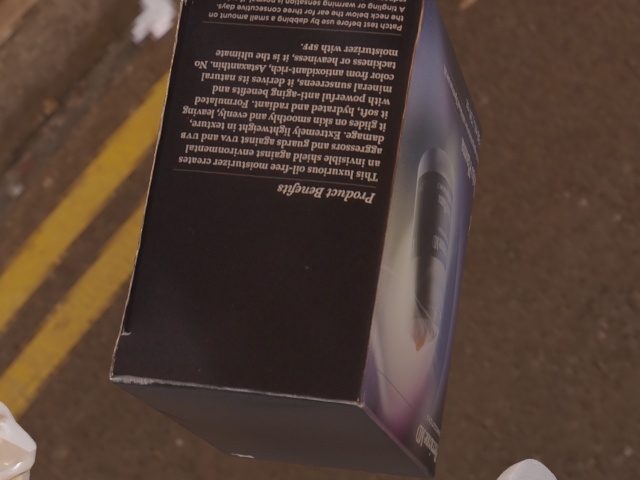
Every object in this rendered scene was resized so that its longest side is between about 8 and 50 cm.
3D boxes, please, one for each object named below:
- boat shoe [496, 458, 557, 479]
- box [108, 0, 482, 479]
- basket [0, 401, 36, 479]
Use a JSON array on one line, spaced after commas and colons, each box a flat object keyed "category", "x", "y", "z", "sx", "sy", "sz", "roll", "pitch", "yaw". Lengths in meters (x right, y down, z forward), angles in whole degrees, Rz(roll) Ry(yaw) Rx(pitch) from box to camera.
[{"category": "boat shoe", "x": 0.121, "y": 0.274, "z": 1.294, "sx": 0.088, "sy": 0.096, "sz": 0.267, "roll": -25, "pitch": 31, "yaw": 34}, {"category": "box", "x": 0.000, "y": 0.000, "z": 1.259, "sx": 0.182, "sy": 0.296, "sz": 0.294, "roll": 6, "pitch": 76, "yaw": 15}, {"category": "basket", "x": -0.291, "y": 0.149, "z": 0.458, "sx": 0.266, "sy": 0.331, "sz": 0.328, "roll": -20, "pitch": 48, "yaw": 27}]
